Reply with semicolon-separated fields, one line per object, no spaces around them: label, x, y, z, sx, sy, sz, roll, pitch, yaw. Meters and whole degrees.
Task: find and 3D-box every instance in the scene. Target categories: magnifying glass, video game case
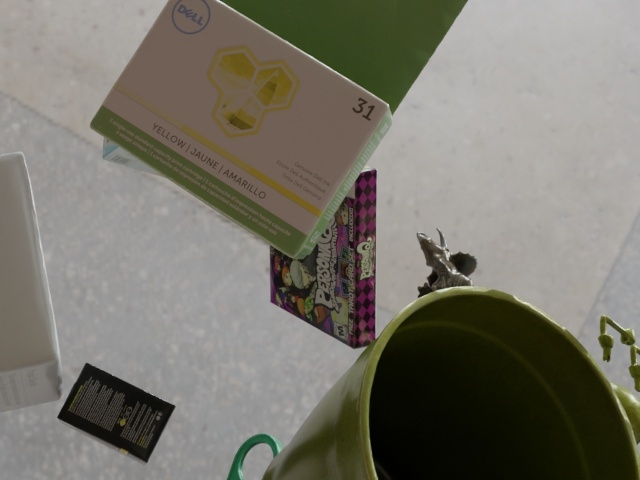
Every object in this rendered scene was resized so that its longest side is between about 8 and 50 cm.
magnifying glass;-0.142;0.415;1.928;0.231;0.026;0.092;-53;45;4
video game case;0.000;0.000;1.535;0.042;0.232;0.210;-11;21;-31

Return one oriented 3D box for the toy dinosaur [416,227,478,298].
toy dinosaur;0.211;0.136;1.874;0.121;0.160;0.313;-4;91;18

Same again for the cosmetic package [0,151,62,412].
cosmetic package;-0.610;0.099;1.773;0.394;0.329;0.327;-10;75;-15

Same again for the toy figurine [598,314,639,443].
toy figurine;0.496;0.244;1.440;0.362;0.217;0.191;43;60;-26

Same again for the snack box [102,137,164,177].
snack box;-0.219;-0.163;2.201;0.322;0.187;0.060;16;65;-33

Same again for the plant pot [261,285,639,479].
plant pot;0.108;0.288;1.339;0.366;0.353;0.366;16;57;-26

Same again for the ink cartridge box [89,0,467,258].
ink cartridge box;-0.021;-0.128;0.806;0.171;0.056;0.235;33;92;8

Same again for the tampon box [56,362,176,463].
tampon box;-0.330;0.282;1.909;0.161;0.120;0.101;27;74;-3
